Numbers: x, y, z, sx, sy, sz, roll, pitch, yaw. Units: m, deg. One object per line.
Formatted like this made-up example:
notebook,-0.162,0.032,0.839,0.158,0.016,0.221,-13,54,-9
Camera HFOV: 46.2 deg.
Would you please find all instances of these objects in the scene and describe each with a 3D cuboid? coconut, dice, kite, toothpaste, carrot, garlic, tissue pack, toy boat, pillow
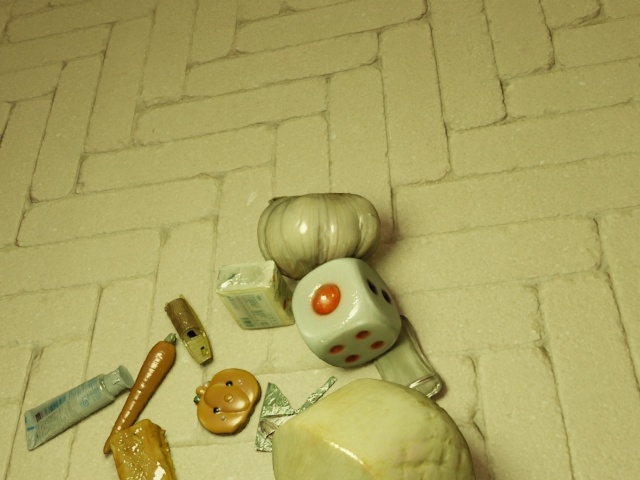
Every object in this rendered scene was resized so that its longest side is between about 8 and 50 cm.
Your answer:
coconut,0.085,0.468,1.456,0.416,0.344,0.415,-5,29,3
dice,0.060,0.167,1.739,0.193,0.192,0.194,-34,49,18
kite,-0.053,0.405,1.746,0.250,0.012,0.229,-40,58,-12
toothpaste,-0.614,0.412,1.889,0.299,0.073,0.114,-29,53,6
carrot,-0.441,0.377,1.859,0.069,0.069,0.336,15,66,26
garlic,0.002,-0.017,1.853,0.322,0.241,0.322,-13,19,5
tissue pack,-0.156,0.135,1.848,0.148,0.196,0.092,-6,55,13
toy boat,-0.337,0.224,1.912,0.068,0.088,0.226,-31,52,-6
pillow,0.185,0.282,1.739,0.131,0.038,0.232,-31,50,4

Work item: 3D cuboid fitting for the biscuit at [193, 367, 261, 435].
biscuit,-0.231,0.378,1.796,0.170,0.050,0.170,-8,54,11

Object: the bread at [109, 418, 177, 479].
bread,-0.389,0.544,1.715,0.139,0.077,0.271,-26,54,-6
